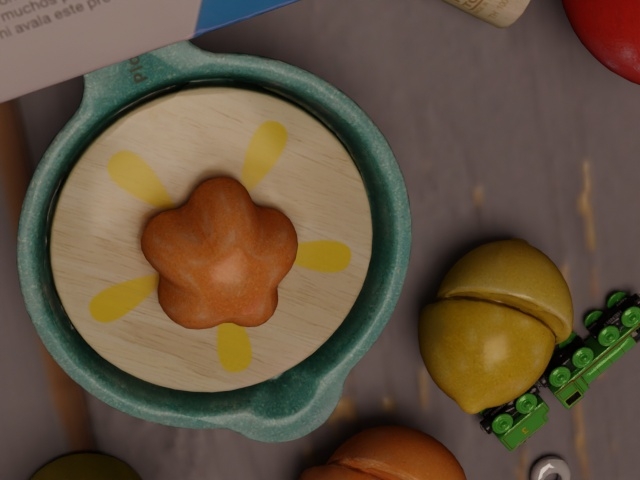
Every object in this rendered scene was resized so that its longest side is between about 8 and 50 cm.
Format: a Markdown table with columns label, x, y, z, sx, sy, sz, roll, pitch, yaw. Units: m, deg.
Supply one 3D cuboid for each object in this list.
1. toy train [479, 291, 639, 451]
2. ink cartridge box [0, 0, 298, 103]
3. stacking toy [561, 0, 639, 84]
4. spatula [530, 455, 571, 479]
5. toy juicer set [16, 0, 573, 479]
| label | x | y | z | sx | sy | sz | roll | pitch | yaw |
| --- | --- | --- | --- | --- | --- | --- | --- | --- | --- |
| toy train | 0.100 | 0.053 | 0.621 | 0.083 | 0.017 | 0.023 | -40 | 123 | 3 |
| ink cartridge box | -0.070 | -0.180 | 0.346 | 0.171 | 0.168 | 0.232 | -17 | 128 | 5 |
| stacking toy | 0.096 | -0.196 | 0.471 | 0.141 | 0.141 | 0.330 | -20 | 117 | -5 |
| spatula | 0.152 | 0.198 | 0.685 | 0.168 | 0.019 | 0.242 | -5 | 111 | -10 |
| toy juicer set | 0.000 | 0.000 | 0.538 | 0.209 | 0.089 | 0.329 | 3 | 108 | -13 |
